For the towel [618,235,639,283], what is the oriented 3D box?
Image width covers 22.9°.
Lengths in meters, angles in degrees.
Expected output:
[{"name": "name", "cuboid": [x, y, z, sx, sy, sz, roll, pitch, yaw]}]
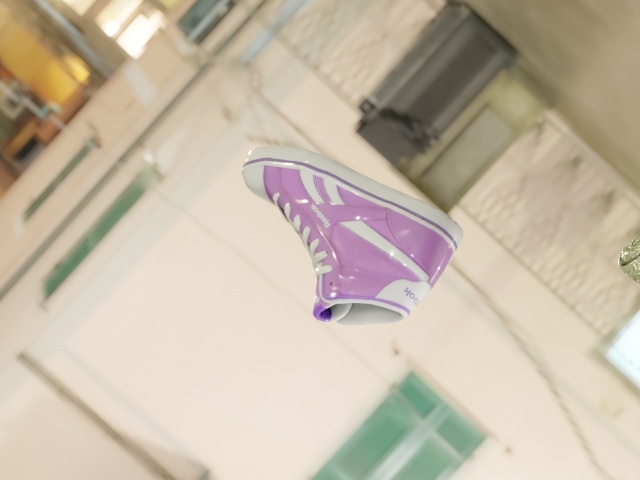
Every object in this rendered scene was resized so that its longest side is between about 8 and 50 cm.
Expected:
[{"name": "towel", "cuboid": [0.349, -0.003, 1.442, 0.110, 0.148, 0.027, 41, -172, -37]}]

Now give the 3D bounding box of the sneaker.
[{"name": "sneaker", "cuboid": [0.000, 0.000, 1.746, 0.282, 0.161, 0.102, 23, 162, 31]}]
